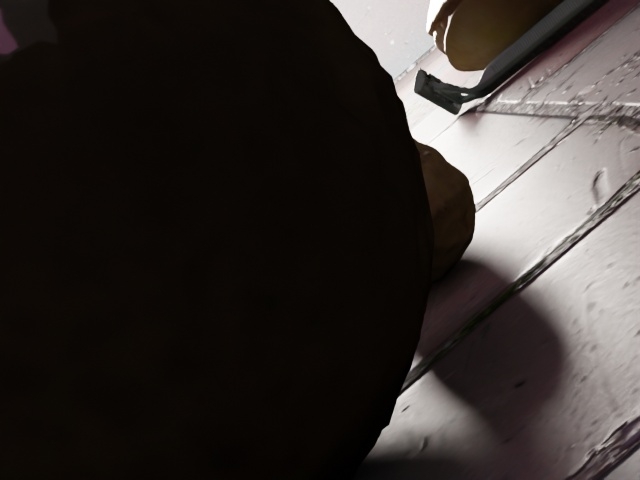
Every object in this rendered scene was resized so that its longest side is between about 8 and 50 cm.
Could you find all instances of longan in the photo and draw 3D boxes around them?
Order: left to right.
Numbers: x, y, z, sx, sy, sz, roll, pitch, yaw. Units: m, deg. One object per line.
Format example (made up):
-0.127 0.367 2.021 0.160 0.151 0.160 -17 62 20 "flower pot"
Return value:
-0.126 0.006 0.771 0.391 0.391 0.391 -40 6 5 "longan"

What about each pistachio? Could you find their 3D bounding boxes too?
0.237 -0.326 1.874 0.181 0.162 0.293 -29 -4 -19 "pistachio"

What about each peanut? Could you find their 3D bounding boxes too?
0.051 -0.024 1.108 0.136 0.120 0.298 -43 9 0 "peanut"

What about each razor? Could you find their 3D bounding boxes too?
0.257 -0.246 1.777 0.278 0.056 0.111 -32 -27 24 "razor"
